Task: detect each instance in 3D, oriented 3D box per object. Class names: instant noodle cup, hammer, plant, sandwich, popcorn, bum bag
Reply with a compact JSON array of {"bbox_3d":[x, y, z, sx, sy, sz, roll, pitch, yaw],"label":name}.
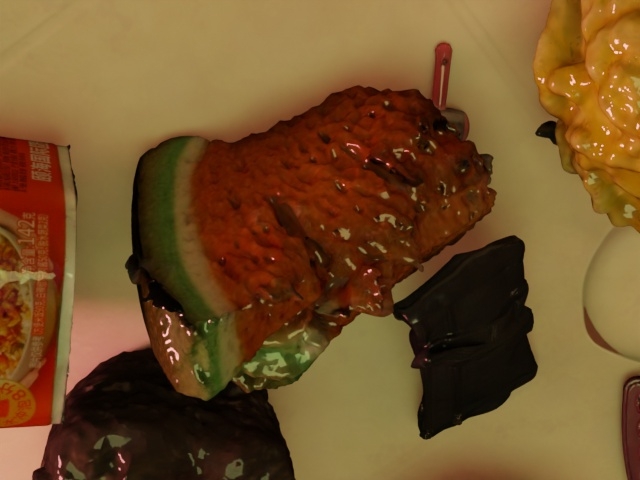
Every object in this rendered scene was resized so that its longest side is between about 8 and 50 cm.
[{"bbox_3d":[-0.348,0.027,1.446,0.308,0.294,0.294,3,114,-13],"label":"instant noodle cup"},{"bbox_3d":[0.097,-0.119,1.524,0.052,0.031,0.083,4,103,-5],"label":"hammer"},{"bbox_3d":[-0.130,0.235,1.511,0.213,0.312,0.215,9,116,-4],"label":"plant"},{"bbox_3d":[0.000,0.000,1.475,0.301,0.250,0.162,-22,130,-2],"label":"sandwich"},{"bbox_3d":[0.282,-0.118,1.445,0.249,0.249,0.225,29,138,-15],"label":"popcorn"},{"bbox_3d":[0.120,0.083,1.547,0.123,0.060,0.248,-32,155,-13],"label":"bum bag"}]

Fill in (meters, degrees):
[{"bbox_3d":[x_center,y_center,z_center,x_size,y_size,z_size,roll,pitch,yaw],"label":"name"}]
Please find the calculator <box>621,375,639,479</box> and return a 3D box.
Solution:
[{"bbox_3d":[0.361,0.164,1.661,0.190,0.034,0.126,-5,115,5],"label":"calculator"}]
